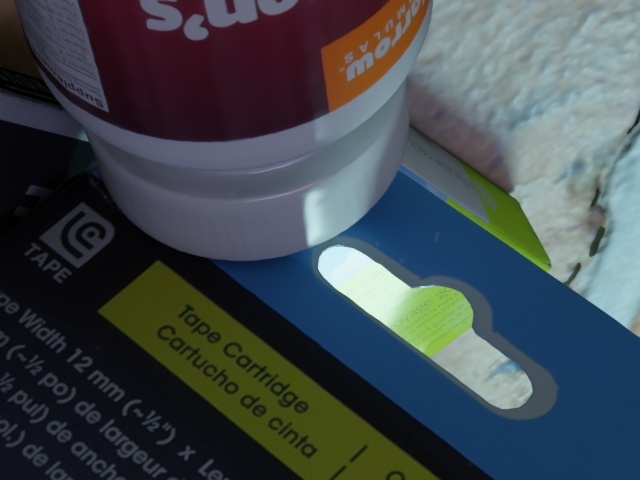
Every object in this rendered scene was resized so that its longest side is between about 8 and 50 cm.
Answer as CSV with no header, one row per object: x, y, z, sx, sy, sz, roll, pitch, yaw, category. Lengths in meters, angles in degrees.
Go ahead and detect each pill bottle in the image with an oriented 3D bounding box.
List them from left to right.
-0.030,-0.096,0.531,0.121,0.121,0.221,-19,146,-7,pill bottle

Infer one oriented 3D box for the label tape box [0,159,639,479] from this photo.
-0.058,0.134,0.572,0.348,0.249,0.115,-40,151,-26,label tape box

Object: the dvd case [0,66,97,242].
-0.159,0.020,0.587,0.179,0.029,0.239,-59,153,10,dvd case

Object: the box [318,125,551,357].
0.000,0.000,0.748,0.109,0.042,0.178,-37,144,17,box
